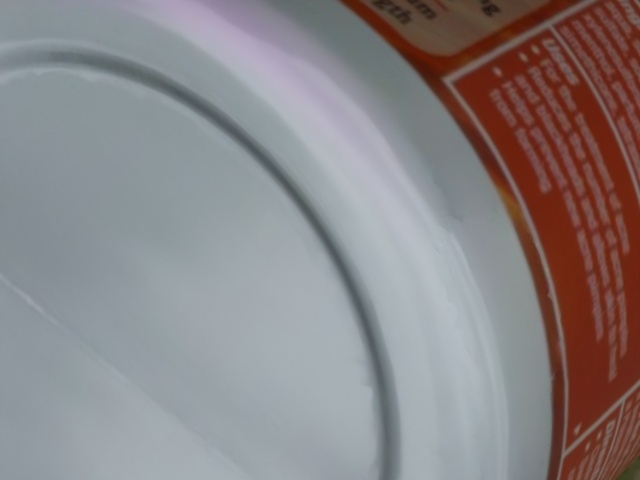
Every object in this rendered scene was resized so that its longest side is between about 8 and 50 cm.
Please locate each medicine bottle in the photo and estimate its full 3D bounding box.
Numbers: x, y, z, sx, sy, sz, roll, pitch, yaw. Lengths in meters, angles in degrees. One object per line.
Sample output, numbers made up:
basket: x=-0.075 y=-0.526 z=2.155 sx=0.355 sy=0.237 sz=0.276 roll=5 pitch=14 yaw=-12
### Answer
medicine bottle: x=0.000 y=0.000 z=0.667 sx=0.253 sy=0.241 sz=0.252 roll=13 pitch=116 yaw=29
